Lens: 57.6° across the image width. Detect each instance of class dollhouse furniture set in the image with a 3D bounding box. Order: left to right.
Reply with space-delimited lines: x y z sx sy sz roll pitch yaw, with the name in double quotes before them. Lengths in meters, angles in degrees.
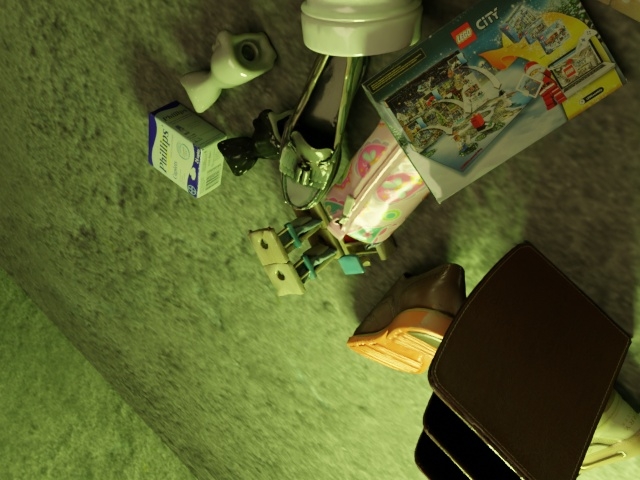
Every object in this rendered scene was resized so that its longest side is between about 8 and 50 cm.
"dollhouse furniture set" 0.000 0.000 0.974 0.183 0.129 0.129 -9 114 46

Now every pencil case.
"pencil case" 0.106 -0.105 0.806 0.124 0.124 0.284 44 139 5

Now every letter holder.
"letter holder" 0.235 0.172 0.764 0.214 0.302 0.152 46 140 4

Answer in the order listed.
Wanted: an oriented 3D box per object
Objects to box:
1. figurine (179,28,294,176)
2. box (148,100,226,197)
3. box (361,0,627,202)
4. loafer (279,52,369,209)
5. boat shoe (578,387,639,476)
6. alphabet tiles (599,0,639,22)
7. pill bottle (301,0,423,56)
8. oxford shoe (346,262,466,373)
"figurine" -0.138 -0.218 0.968 0.209 0.092 0.215 -14 110 51
"box" -0.257 -0.174 1.114 0.137 0.072 0.126 35 137 17
"box" 0.184 -0.172 0.639 0.233 0.044 0.159 -33 97 11
"loafer" -0.008 -0.161 0.824 0.096 0.084 0.268 20 114 4
"boat shoe" 0.361 0.344 0.926 0.110 0.121 0.341 44 138 7
"alphabet tiles" 0.309 -0.260 0.447 0.342 0.011 0.285 42 172 23
"pill bottle" 0.039 -0.377 0.601 0.188 0.188 0.334 19 132 30
"oxford shoe" 0.147 0.135 0.974 0.130 0.133 0.363 26 158 -9
